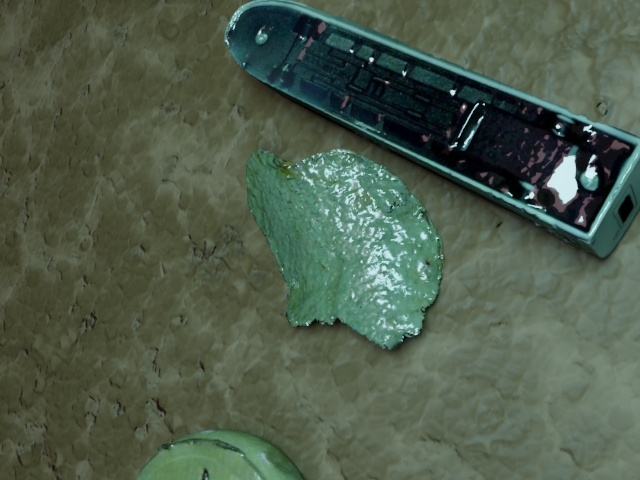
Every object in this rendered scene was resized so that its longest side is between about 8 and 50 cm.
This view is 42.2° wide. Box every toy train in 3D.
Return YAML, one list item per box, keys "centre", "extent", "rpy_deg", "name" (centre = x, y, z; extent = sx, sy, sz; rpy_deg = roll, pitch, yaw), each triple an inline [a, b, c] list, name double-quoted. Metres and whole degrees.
- centre: [0.080, -0.115, 0.722]
  extent: [0.407, 0.088, 0.087]
  rpy_deg: [32, 94, 31]
  name: "toy train"

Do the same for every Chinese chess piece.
- centre: [-0.092, 0.265, 0.742]
  extent: [0.188, 0.083, 0.189]
  rpy_deg: [-7, 75, 26]
  name: "Chinese chess piece"

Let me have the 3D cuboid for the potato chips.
- centre: [0.004, -0.001, 0.761]
  extent: [0.228, 0.059, 0.167]
  rpy_deg: [12, 95, 31]
  name: "potato chips"
